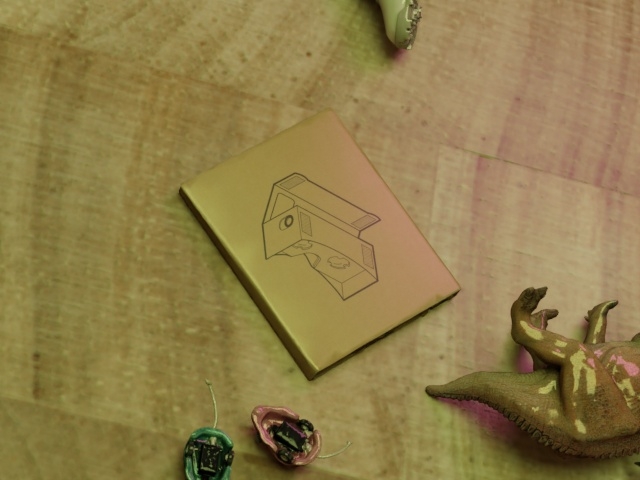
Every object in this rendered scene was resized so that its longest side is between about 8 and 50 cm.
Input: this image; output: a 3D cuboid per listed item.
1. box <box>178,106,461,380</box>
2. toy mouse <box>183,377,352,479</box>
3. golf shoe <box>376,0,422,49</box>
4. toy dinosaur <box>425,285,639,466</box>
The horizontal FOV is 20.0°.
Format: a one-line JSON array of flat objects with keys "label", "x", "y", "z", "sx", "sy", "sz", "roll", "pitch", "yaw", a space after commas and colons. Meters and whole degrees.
[{"label": "box", "x": 0.000, "y": 0.000, "z": 1.544, "sx": 0.164, "sy": 0.021, "sz": 0.201, "roll": -29, "pitch": 76, "yaw": -28}, {"label": "toy mouse", "x": -0.057, "y": 0.173, "z": 1.432, "sx": 0.161, "sy": 0.031, "sz": 0.143, "roll": -30, "pitch": 77, "yaw": -28}, {"label": "golf shoe", "x": 0.050, "y": -0.250, "z": 1.673, "sx": 0.086, "sy": 0.069, "sz": 0.176, "roll": -6, "pitch": 62, "yaw": 2}, {"label": "toy dinosaur", "x": 0.249, "y": 0.138, "z": 1.502, "sx": 0.296, "sy": 0.127, "sz": 0.200, "roll": -7, "pitch": 73, "yaw": -15}]
